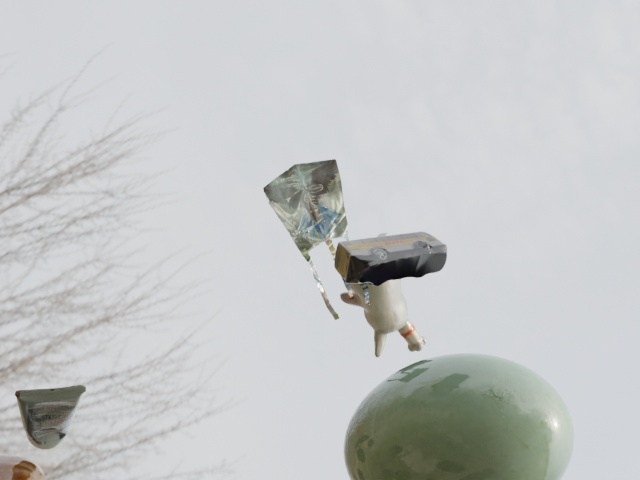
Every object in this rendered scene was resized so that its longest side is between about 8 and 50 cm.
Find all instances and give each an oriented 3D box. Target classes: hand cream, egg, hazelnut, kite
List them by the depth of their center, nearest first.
[{"bbox_3d":[0.212,0.321,1.440,0.389,0.276,0.276,-16,-69,32],"label":"egg"},{"bbox_3d":[-0.001,0.000,1.751,0.015,0.169,0.310,-12,-84,61],"label":"kite"},{"bbox_3d":[-0.533,0.338,1.769,0.341,0.124,0.078,122,-37,-57],"label":"hand cream"},{"bbox_3d":[-0.641,0.513,1.789,0.214,0.214,0.176,3,-48,36],"label":"hazelnut"}]

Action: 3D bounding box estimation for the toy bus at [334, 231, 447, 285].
[{"bbox_3d":[0.106,0.025,1.374,0.072,0.172,0.057,44,-47,48],"label":"toy bus"}]

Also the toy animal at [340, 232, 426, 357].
[{"bbox_3d":[0.127,0.127,1.940,0.138,0.140,0.282,49,-18,53],"label":"toy animal"}]
